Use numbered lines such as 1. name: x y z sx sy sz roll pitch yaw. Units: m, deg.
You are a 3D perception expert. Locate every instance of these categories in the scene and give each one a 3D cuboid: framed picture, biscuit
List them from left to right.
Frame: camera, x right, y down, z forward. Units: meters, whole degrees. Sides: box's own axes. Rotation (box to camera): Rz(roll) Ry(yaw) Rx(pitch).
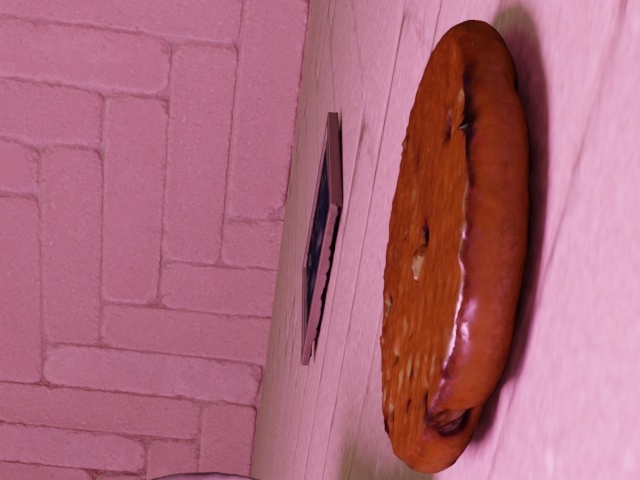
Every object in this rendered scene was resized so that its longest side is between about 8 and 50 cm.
1. framed picture: 0.000 0.000 1.349 0.209 0.019 0.281 -90 8 -52
2. biscuit: 0.060 0.002 0.484 0.212 0.036 0.212 -173 90 -86

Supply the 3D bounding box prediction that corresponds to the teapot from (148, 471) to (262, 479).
1. teapot: -0.105 0.262 0.617 0.344 0.300 0.253 113 163 -65
